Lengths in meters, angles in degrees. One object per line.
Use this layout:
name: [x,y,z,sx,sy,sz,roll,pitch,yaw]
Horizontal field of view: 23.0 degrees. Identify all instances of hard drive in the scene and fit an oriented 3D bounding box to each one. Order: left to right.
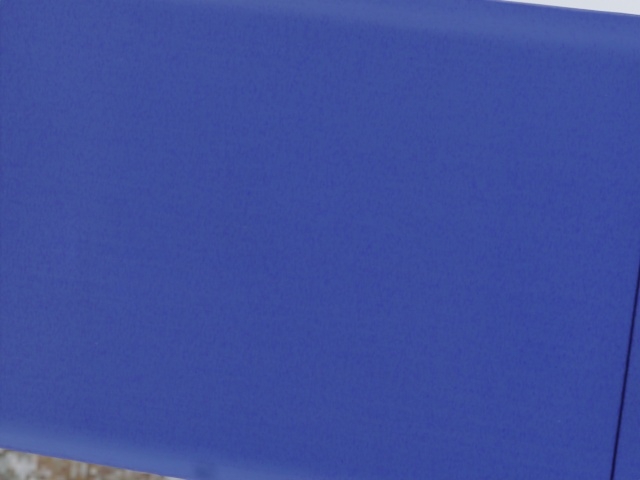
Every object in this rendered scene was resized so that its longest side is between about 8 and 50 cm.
hard drive: [0.000,0.000,0.650,0.040,0.319,0.210,0,98,-79]
